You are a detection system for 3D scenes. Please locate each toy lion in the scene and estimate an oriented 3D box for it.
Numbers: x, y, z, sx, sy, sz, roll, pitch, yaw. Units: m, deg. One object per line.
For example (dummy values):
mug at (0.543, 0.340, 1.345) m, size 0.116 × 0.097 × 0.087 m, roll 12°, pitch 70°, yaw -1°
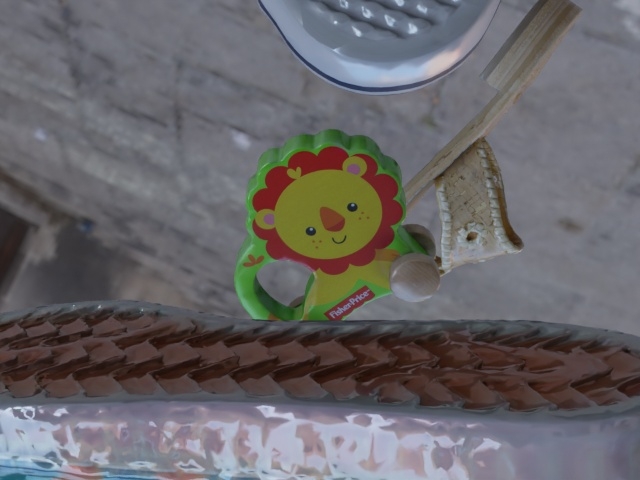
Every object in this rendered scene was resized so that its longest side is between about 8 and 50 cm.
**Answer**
toy lion at (0.000, 0.000, 0.663) m, size 0.100 × 0.034 × 0.096 m, roll -36°, pitch 116°, yaw 22°

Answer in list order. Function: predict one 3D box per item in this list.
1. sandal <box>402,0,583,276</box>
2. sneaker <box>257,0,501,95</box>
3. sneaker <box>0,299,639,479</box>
sandal at (0.094, -0.028, 0.866) m, size 0.079 × 0.240 × 0.088 m, roll 37°, pitch -165°, yaw 6°
sneaker at (0.018, -0.178, 0.714) m, size 0.126 × 0.321 × 0.127 m, roll -5°, pitch 147°, yaw -3°
sneaker at (-0.034, 0.091, 0.473) m, size 0.302 × 0.121 × 0.108 m, roll 2°, pitch -164°, yaw 24°
